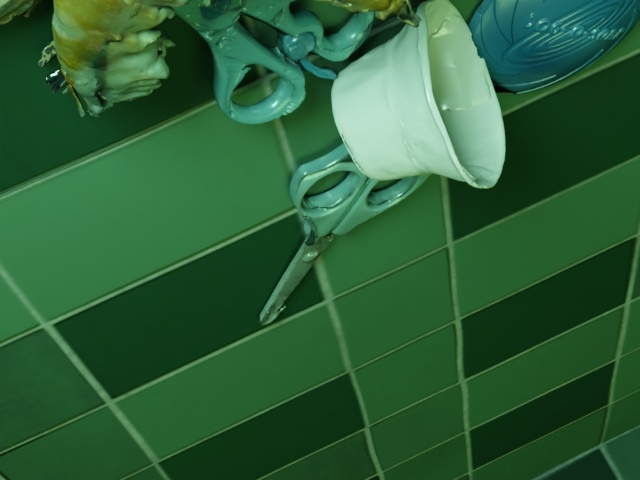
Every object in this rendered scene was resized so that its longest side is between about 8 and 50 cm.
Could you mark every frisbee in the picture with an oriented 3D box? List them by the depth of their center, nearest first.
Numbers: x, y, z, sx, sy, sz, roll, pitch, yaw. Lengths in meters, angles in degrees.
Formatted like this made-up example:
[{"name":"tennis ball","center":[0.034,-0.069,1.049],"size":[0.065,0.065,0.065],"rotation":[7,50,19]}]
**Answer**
[{"name":"frisbee","center":[0.265,-0.234,1.301],"size":[0.242,0.045,0.242],"rotation":[-19,149,-12]}]

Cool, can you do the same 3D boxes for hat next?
[{"name":"hat","center":[0.089,-0.130,1.205],"size":[0.126,0.203,0.203],"rotation":[-17,157,25]}]

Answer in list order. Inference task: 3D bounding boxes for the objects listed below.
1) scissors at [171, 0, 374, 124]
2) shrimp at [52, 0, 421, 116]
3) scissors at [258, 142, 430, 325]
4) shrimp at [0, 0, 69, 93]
[{"name":"scissors","center":[-0.080,-0.204,1.033],"size":[0.180,0.032,0.393],"rotation":[-47,150,11]},{"name":"shrimp","center":[-0.087,-0.187,0.903],"size":[0.287,0.068,0.185],"rotation":[-16,150,14]},{"name":"scissors","center":[0.001,0.001,1.469],"size":[0.191,0.029,0.360],"rotation":[-6,144,-36]},{"name":"shrimp","center":[-0.241,-0.170,0.965],"size":[0.219,0.046,0.152],"rotation":[-30,148,-16]}]
